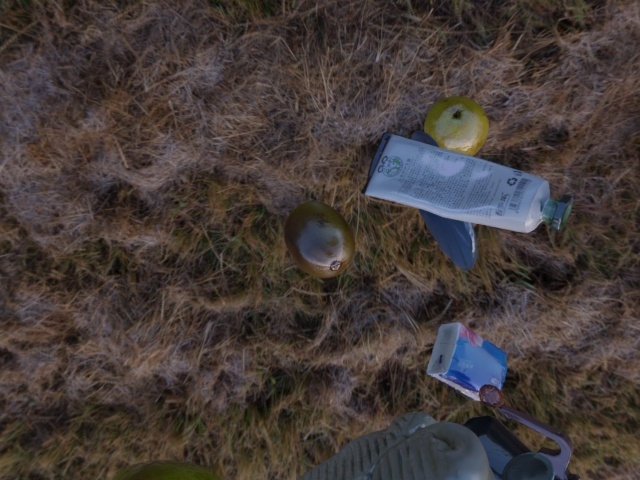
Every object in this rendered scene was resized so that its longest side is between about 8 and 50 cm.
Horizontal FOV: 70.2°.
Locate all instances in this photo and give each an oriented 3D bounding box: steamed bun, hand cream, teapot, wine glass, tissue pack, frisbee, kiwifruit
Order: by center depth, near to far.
[{"bbox_3d":[0.213,-0.089,0.722,0.335,0.076,0.121,23,84,36],"label":"hand cream"},{"bbox_3d":[0.123,0.468,0.729,0.367,0.342,0.255,-28,86,0],"label":"steamed bun"},{"bbox_3d":[0.457,0.541,0.894,0.103,0.103,0.231,-32,100,9],"label":"wine glass"},{"bbox_3d":[0.223,-0.072,0.900,0.049,0.289,0.290,-21,97,2],"label":"frisbee"},{"bbox_3d":[0.000,0.000,1.306,0.195,0.234,0.196,-15,130,-19],"label":"kiwifruit"},{"bbox_3d":[0.603,0.718,1.414,0.361,0.305,0.377,21,105,37],"label":"teapot"},{"bbox_3d":[0.544,0.449,1.667,0.269,0.137,0.209,33,68,-21],"label":"tissue pack"}]

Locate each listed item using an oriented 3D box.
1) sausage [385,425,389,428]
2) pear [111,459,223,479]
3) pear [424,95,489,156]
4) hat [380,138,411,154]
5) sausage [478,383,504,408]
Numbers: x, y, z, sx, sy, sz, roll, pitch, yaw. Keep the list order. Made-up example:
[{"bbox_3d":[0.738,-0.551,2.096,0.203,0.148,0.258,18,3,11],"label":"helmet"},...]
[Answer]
[{"bbox_3d":[0.292,0.605,1.313,0.234,0.071,0.071,29,101,21],"label":"sausage"},{"bbox_3d":[-0.166,0.334,0.473,0.199,0.200,0.200,1,100,4],"label":"pear"},{"bbox_3d":[0.429,-0.359,1.456,0.208,0.209,0.209,1,100,4],"label":"pear"},{"bbox_3d":[0.334,-0.315,1.732,0.232,0.244,0.234,9,105,9],"label":"hat"},{"bbox_3d":[0.558,0.508,1.483,0.076,0.141,0.076,-14,60,27],"label":"sausage"}]
